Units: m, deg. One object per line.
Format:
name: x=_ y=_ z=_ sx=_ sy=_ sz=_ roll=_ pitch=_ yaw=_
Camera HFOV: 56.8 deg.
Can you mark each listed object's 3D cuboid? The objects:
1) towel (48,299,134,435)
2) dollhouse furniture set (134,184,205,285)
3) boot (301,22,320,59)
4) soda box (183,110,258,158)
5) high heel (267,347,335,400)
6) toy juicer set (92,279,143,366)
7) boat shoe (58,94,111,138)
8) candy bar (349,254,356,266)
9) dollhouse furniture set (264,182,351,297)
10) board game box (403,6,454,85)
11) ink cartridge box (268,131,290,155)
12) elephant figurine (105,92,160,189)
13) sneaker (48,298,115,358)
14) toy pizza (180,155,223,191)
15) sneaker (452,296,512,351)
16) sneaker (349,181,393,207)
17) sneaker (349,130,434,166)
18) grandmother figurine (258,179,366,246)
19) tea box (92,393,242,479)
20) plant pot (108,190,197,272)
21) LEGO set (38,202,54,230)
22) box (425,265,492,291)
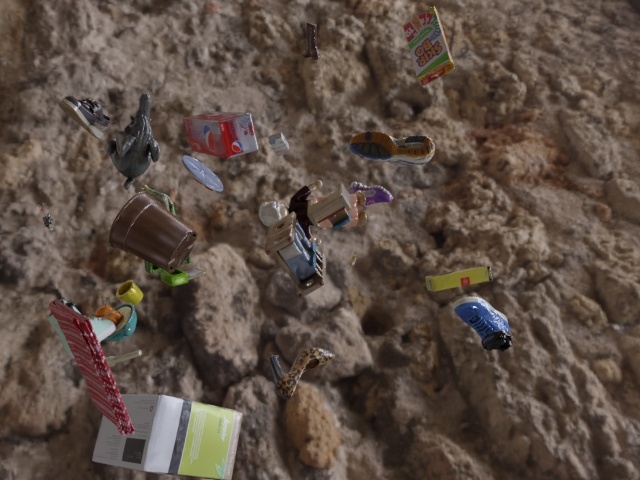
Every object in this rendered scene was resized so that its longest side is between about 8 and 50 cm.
towel: x=-0.475 y=0.258 z=1.216 sx=0.198 sy=0.031 sz=0.275 roll=10 pitch=-60 yaw=50
dollhouse furniture set: x=-0.469 y=-0.033 z=1.897 sx=0.197 sy=0.151 sz=0.302 roll=17 pitch=-63 yaw=45
boot: x=-0.036 y=-0.640 z=1.886 sx=0.106 sy=0.037 sz=0.114 roll=35 pitch=-37 yaw=51
soda box: x=-0.246 y=-0.259 z=1.430 sx=0.263 sy=0.083 sz=0.092 roll=20 pitch=-53 yaw=58
high heel: x=-0.047 y=0.485 z=2.131 sx=0.186 sy=0.261 sz=0.093 roll=-116 pitch=-150 yaw=-44
toy juicer set: x=-0.641 y=0.268 z=1.787 sx=0.089 sy=0.209 sz=0.329 roll=53 pitch=7 yaw=-35
boat shoe: x=-0.751 y=-0.413 z=1.907 sx=0.102 sy=0.092 sz=0.285 roll=36 pitch=-8 yaw=4
candy bar: x=0.123 y=0.078 z=2.234 sx=0.161 sy=0.018 sz=0.040 roll=57 pitch=57 yaw=-84
dollhouse furniture set: x=0.000 y=0.000 z=1.209 sx=0.129 sy=0.183 sz=0.129 roll=54 pitch=15 yaw=-22
board game box: x=0.362 y=-0.654 z=1.995 sx=0.039 sy=0.124 sz=0.260 roll=21 pitch=52 yaw=-52
ink cartridge box: x=-0.139 y=-0.326 z=2.010 sx=0.083 sy=0.048 sz=0.028 roll=56 pitch=22 yaw=-55
elephant figurine: x=-0.588 y=-0.315 z=1.890 sx=0.186 sy=0.169 sz=0.239 roll=51 pitch=-36 yaw=-5
sneaker: x=-0.650 y=0.215 z=1.618 sx=0.151 sy=0.094 sz=0.256 roll=61 pitch=-2 yaw=-6
toy pizza: x=-0.463 y=-0.253 z=2.294 sx=0.201 sy=0.032 sz=0.201 roll=40 pitch=14 yaw=-12
sneaker: x=0.329 y=0.173 z=1.183 sx=0.058 sy=0.152 sz=0.085 roll=-39 pitch=-142 yaw=31
sneaker: x=0.217 y=-0.191 z=2.673 sx=0.236 sy=0.105 sz=0.095 roll=14 pitch=-25 yaw=41
sneaker: x=0.247 y=-0.304 z=2.089 sx=0.131 sy=0.296 sz=0.112 roll=88 pitch=10 yaw=-71
grandmother figurine: x=-0.027 y=-0.084 z=1.889 sx=0.104 sy=0.342 sz=0.208 roll=152 pitch=-65 yaw=-71
tea box: x=-0.485 y=0.628 z=1.896 sx=0.329 sy=0.323 sz=0.220 roll=-12 pitch=-120 yaw=42
plant pot: x=-0.412 y=-0.013 z=1.492 sx=0.167 sy=0.165 sz=0.167 roll=-59 pitch=175 yaw=-9
LEGO set: x=-0.755 y=-0.063 z=1.621 sx=0.054 sy=0.023 sz=0.083 roll=-16 pitch=-75 yaw=44
box: x=0.519 y=0.143 z=2.229 sx=0.087 sy=0.232 sz=0.058 roll=169 pitch=-88 yaw=-81
